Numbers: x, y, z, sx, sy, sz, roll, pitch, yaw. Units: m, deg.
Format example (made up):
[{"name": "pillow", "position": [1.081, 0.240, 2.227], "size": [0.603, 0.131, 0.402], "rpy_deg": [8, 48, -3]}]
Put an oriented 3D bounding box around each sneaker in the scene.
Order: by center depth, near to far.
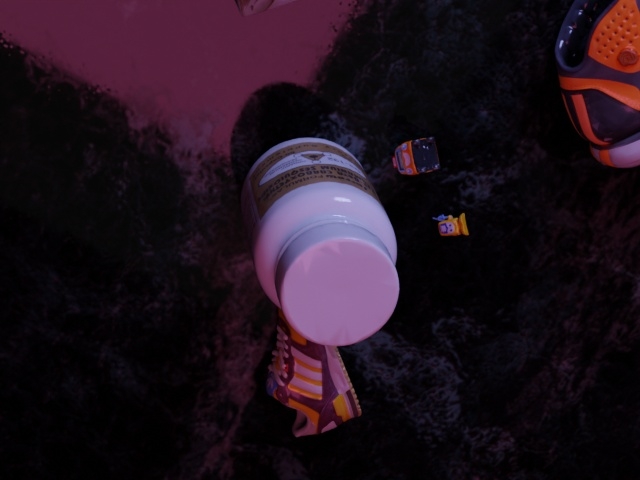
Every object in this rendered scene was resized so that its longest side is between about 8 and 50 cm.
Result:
[{"name": "sneaker", "position": [0.368, -0.212, 1.202], "size": [0.321, 0.125, 0.180], "rpy_deg": [-30, 115, 5]}, {"name": "sneaker", "position": [-0.024, 0.122, 1.317], "size": [0.083, 0.069, 0.186], "rpy_deg": [-25, 113, -3]}]

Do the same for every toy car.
[{"name": "toy car", "position": [0.103, -0.047, 1.273], "size": [0.040, 0.060, 0.122], "rpy_deg": [-10, 111, 31]}]

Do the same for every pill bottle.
[{"name": "pill bottle", "position": [0.000, 0.000, 1.180], "size": [0.131, 0.229, 0.131], "rpy_deg": [-3, 113, -8]}]

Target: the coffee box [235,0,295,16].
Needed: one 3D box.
[{"name": "coffee box", "position": [-0.032, -0.316, 1.048], "size": [0.141, 0.098, 0.246], "rpy_deg": [-19, 146, -6]}]
